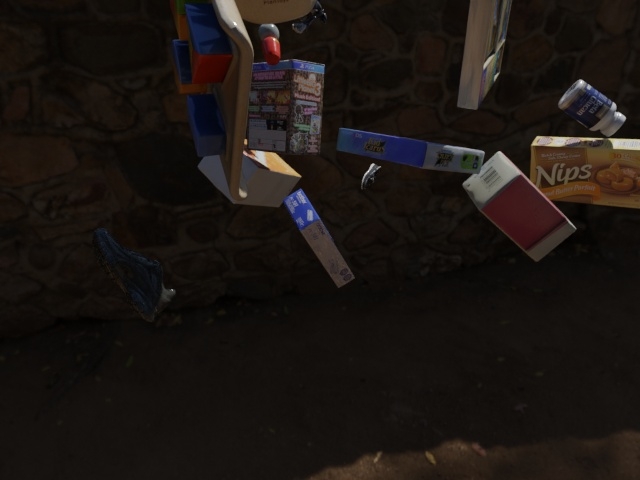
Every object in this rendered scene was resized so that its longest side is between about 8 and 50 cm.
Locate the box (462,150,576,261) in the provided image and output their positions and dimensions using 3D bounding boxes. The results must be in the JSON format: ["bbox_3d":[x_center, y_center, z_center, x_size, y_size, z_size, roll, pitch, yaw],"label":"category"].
[{"bbox_3d":[0.489,-0.084,1.280,0.232,0.127,0.149,36,23,-22],"label":"box"}]

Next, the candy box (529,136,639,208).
[{"bbox_3d":[0.803,-0.209,1.557,0.316,0.183,0.087,10,35,33],"label":"candy box"}]

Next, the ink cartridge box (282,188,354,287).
[{"bbox_3d":[0.000,0.000,1.028,0.046,0.207,0.097,-32,48,1],"label":"ink cartridge box"}]

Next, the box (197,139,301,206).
[{"bbox_3d":[-0.265,-0.263,2.000,0.215,0.168,0.345,44,17,17],"label":"box"}]

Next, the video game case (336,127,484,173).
[{"bbox_3d":[0.218,-0.219,1.265,0.244,0.061,0.269,-2,17,-44],"label":"video game case"}]

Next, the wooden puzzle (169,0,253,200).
[{"bbox_3d":[-0.184,-0.279,0.817,0.080,0.348,0.322,-13,60,-16],"label":"wooden puzzle"}]

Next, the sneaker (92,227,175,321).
[{"bbox_3d":[-0.504,0.078,1.397,0.130,0.287,0.109,-42,26,-30],"label":"sneaker"}]

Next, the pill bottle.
[{"bbox_3d":[0.785,-0.377,1.491,0.169,0.094,0.094,36,38,2],"label":"pill bottle"}]

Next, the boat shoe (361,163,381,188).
[{"bbox_3d":[0.182,-0.226,1.849,0.038,0.046,0.125,18,49,19],"label":"boat shoe"}]

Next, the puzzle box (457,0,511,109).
[{"bbox_3d":[0.400,-0.547,1.203,0.052,0.409,0.272,16,40,23],"label":"puzzle box"}]

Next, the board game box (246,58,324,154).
[{"bbox_3d":[-0.121,-0.440,1.728,0.141,0.292,0.232,-8,17,-43],"label":"board game box"}]

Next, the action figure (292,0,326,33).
[{"bbox_3d":[-0.072,-0.858,1.882,0.140,0.164,0.275,-33,-10,12],"label":"action figure"}]

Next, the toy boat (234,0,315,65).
[{"bbox_3d":[-0.147,-0.664,1.470,0.267,0.318,0.148,-6,61,-8],"label":"toy boat"}]
